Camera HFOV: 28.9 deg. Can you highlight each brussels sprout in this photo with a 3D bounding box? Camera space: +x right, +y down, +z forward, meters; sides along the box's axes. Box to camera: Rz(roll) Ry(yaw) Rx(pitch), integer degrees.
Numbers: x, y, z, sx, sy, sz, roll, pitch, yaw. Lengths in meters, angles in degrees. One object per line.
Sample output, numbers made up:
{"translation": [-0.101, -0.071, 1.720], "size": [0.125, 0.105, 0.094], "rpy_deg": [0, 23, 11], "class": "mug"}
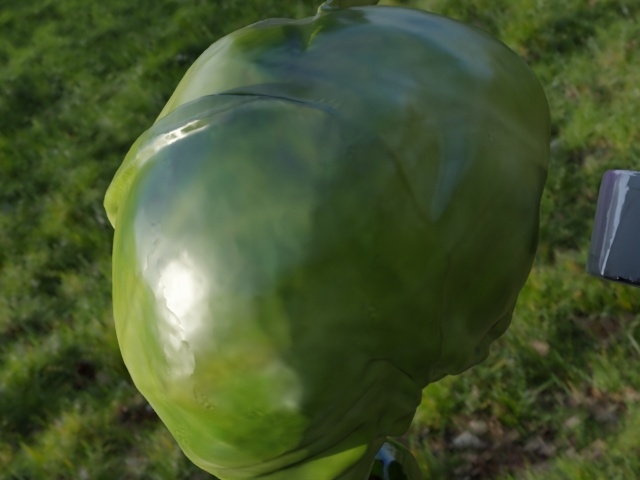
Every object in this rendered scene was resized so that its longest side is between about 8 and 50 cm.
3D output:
{"translation": [-0.012, -0.007, 1.014], "size": [0.342, 0.361, 0.425], "rpy_deg": [33, 92, 21], "class": "brussels sprout"}

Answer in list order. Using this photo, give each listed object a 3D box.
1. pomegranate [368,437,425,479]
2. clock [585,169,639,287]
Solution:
{"translation": [0.052, 0.253, 1.237], "size": [0.169, 0.122, 0.143], "rpy_deg": [-10, 23, -43], "class": "pomegranate"}
{"translation": [0.419, 0.017, 1.173], "size": [0.338, 0.338, 0.102], "rpy_deg": [16, 94, 57], "class": "clock"}
